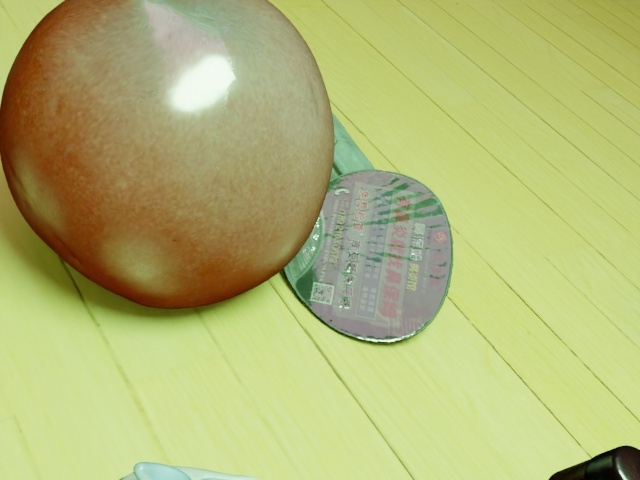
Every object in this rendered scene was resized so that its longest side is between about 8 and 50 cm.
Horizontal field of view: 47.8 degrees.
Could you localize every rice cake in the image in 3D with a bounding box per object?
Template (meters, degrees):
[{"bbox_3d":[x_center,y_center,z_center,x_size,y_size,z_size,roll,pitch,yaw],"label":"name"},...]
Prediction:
[{"bbox_3d":[0.011,-0.130,0.993,0.066,0.063,0.336,-6,46,-35],"label":"rice cake"}]

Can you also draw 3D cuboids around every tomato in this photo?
[{"bbox_3d":[-0.139,-0.104,0.699,0.321,0.321,0.321,12,40,-11],"label":"tomato"}]

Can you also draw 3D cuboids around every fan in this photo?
[{"bbox_3d":[0.020,0.025,0.823,0.294,0.012,0.223,-15,63,-12],"label":"fan"}]

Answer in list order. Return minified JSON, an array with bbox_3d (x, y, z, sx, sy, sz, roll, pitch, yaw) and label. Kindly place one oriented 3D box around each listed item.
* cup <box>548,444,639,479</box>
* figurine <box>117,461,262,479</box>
[{"bbox_3d":[0.177,0.261,0.530,0.166,0.177,0.239,7,41,-15],"label":"cup"},{"bbox_3d":[-0.103,0.238,0.482,0.184,0.128,0.208,34,49,11],"label":"figurine"}]
